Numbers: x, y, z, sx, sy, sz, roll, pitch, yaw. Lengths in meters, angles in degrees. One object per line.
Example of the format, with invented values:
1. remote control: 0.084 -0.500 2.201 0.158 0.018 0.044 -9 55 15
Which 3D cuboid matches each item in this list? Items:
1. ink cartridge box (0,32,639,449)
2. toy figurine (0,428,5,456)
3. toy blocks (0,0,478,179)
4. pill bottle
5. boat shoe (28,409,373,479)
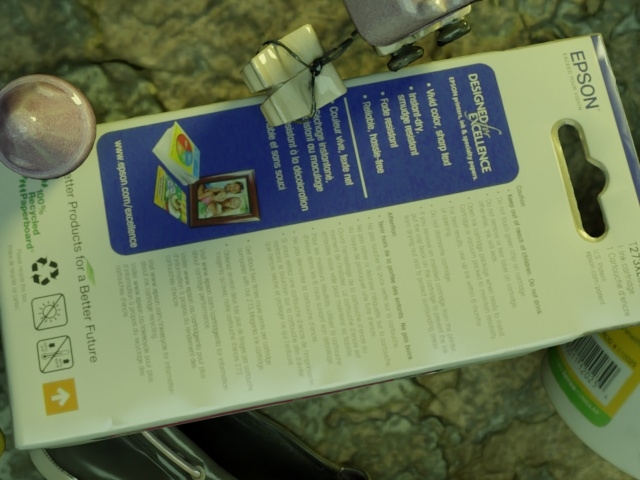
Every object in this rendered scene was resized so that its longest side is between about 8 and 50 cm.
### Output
1. ink cartridge box: 0.000 0.000 0.519 0.371 0.069 0.175 -11 77 0
2. toy figurine: -0.303 0.084 0.487 0.209 0.148 0.213 -33 125 5
3. toy blocks: -0.088 -0.177 0.356 0.289 0.260 0.309 -29 98 -2
4. pill bottle: 0.251 0.021 0.530 0.136 0.136 0.245 21 117 -12
5. boat shoe: -0.026 0.171 0.588 0.335 0.112 0.095 29 107 -10
